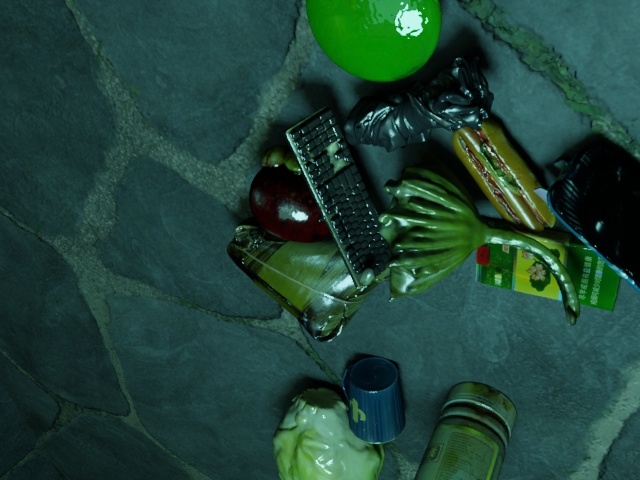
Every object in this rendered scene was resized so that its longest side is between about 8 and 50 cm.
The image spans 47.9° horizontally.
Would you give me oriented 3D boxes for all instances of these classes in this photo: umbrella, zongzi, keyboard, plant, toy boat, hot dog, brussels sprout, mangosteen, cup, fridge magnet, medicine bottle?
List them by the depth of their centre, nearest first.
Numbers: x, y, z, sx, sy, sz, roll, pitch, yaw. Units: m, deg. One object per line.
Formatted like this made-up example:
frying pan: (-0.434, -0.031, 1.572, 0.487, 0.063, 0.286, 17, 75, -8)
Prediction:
fridge magnet: (0.076, -0.327, 1.035, 0.208, 0.088, 0.208, 18, 135, 19)
toy boat: (0.463, -0.008, 1.077, 0.299, 0.134, 0.092, 41, 171, -7)
umbrella: (0.140, -0.191, 1.097, 0.272, 0.122, 0.110, -14, 94, 51)
hot dog: (0.282, -0.102, 1.128, 0.235, 0.062, 0.092, 48, 140, -13)
plant: (0.247, -0.007, 1.174, 0.334, 0.180, 0.251, 8, 93, -2)
keyboard: (0.039, -0.064, 1.209, 0.027, 0.106, 0.317, 21, 143, 57)
mangosteen: (-0.033, -0.093, 1.273, 0.200, 0.200, 0.199, 18, 136, 19)
zongzi: (0.000, 0.000, 1.379, 0.289, 0.154, 0.317, 41, 115, 2)
medicine bottle: (0.281, 0.452, 1.442, 0.151, 0.322, 0.151, 17, 134, 18)
cup: (0.110, 0.343, 1.617, 0.176, 0.131, 0.155, 34, 141, 42)
brussels sprout: (0.022, 0.509, 1.743, 0.274, 0.243, 0.316, 45, 139, 27)

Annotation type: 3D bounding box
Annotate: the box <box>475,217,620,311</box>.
box: (0.381, 0.040, 1.214, 0.235, 0.034, 0.132, 11, 133, 23)
